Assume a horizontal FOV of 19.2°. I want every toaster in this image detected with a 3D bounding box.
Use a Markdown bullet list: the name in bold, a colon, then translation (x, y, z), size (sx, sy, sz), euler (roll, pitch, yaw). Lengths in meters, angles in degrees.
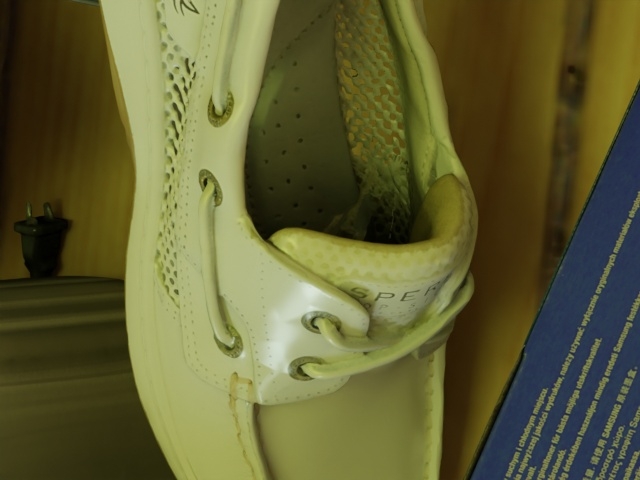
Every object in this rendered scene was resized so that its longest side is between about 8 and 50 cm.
- **toaster**: translation (-0.129, 0.097, 0.676), size (0.129, 0.146, 0.227), euler (-2, 88, 34)

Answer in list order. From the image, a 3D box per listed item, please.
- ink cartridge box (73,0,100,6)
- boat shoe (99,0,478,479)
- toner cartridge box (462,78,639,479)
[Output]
- **ink cartridge box**: translation (-0.085, -0.256, 0.659), size (0.307, 0.129, 0.223), euler (47, 115, 25)
- **boat shoe**: translation (0.000, 0.000, 0.565), size (0.096, 0.098, 0.277), euler (20, 129, 49)
- **toner cartridge box**: translation (0.106, 0.120, 0.481), size (0.165, 0.075, 0.348), euler (17, 76, 35)
